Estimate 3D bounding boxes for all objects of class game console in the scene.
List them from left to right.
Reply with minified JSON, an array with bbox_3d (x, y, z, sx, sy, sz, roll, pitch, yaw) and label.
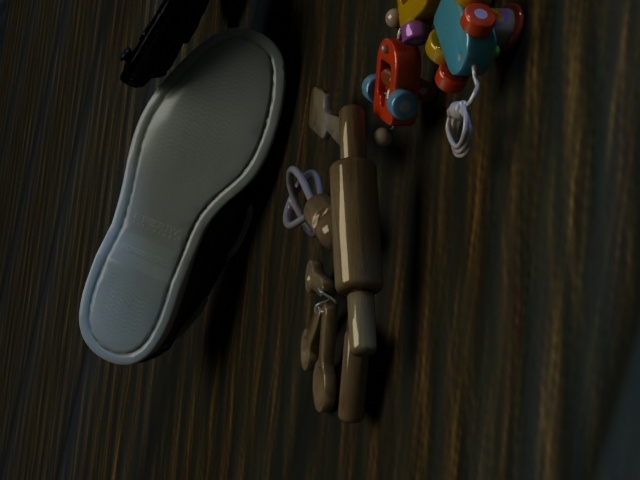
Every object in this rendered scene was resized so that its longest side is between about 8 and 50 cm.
[{"bbox_3d":[-0.106,-0.251,1.423,0.361,0.044,0.213,-77,12,-61],"label":"game console"}]

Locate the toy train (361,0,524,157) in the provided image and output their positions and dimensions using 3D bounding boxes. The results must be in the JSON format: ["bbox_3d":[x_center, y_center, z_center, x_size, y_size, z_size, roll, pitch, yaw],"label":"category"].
[{"bbox_3d":[0.075,-0.108,0.964,0.166,0.046,0.125,-144,55,-67],"label":"toy train"}]

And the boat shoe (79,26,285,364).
[{"bbox_3d":[-0.110,-0.039,1.367,0.302,0.114,0.091,-59,-11,11],"label":"boat shoe"}]

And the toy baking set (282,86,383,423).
[{"bbox_3d":[0.002,-0.001,1.077,0.197,0.030,0.256,134,137,-69],"label":"toy baking set"}]
